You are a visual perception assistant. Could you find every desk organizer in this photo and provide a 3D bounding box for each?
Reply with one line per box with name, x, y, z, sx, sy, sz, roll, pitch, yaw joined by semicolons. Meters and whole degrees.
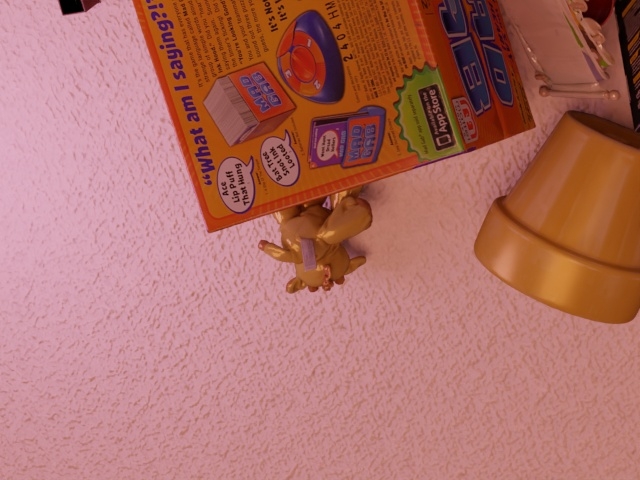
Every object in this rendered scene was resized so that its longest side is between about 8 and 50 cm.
desk organizer;-0.385;-0.414;1.884;0.047;0.050;0.130;-4;118;20

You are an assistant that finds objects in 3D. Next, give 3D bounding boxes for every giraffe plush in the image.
giraffe plush;0.000;0.000;1.948;0.181;0.210;0.170;3;149;12

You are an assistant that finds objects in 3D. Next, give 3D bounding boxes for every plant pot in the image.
plant pot;0.378;-0.045;1.752;0.254;0.254;0.239;23;107;4

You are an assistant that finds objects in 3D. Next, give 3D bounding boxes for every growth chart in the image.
growth chart;0.322;-0.277;1.669;0.172;0.021;0.237;18;147;49

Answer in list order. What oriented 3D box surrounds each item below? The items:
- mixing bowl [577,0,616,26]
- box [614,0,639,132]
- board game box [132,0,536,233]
mixing bowl;0.336;-0.377;1.623;0.181;0.098;0.181;38;160;17
box;0.472;-0.313;1.485;0.079;0.257;0.322;12;145;-14
board game box;0.025;-0.249;1.605;0.356;0.356;0.357;-16;93;25
